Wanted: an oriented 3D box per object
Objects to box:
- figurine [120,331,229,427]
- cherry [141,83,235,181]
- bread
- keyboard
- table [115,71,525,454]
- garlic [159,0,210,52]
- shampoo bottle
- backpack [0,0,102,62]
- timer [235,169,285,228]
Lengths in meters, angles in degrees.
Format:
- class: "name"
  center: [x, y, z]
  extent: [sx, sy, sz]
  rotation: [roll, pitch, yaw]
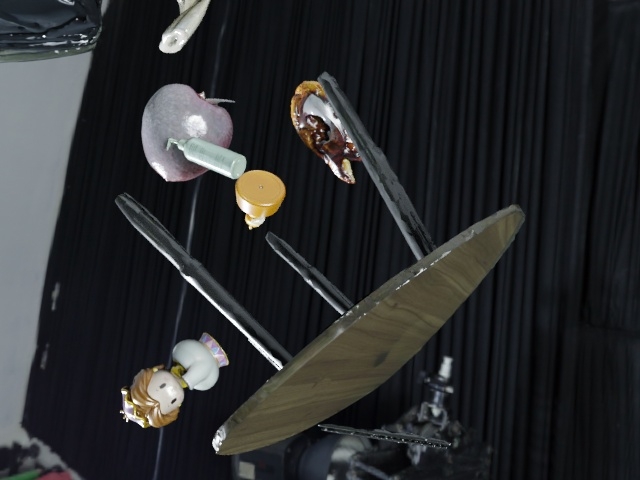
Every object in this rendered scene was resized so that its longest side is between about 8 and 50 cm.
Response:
- class: "figurine"
  center: [-0.356, 0.341, 1.254]
  extent: [0.263, 0.142, 0.189]
  rotation: [-37, -170, -27]
- class: "cherry"
  center: [-0.325, -0.269, 1.269]
  extent: [0.213, 0.266, 0.183]
  rotation: [28, 172, -26]
- class: "bread"
  center: [0.028, -0.269, 1.283]
  extent: [0.139, 0.095, 0.269]
  rotation: [-33, 109, 32]
- class: "keyboard"
  center: [0.098, 0.300, 0.797]
  extent: [0.196, 0.015, 0.074]
  rotation: [4, 154, 14]
- class: "table"
  center: [0.000, 0.000, 0.528]
  extent: [0.249, 0.317, 0.317]
  rotation: [50, -163, 24]
- class: "garlic"
  center: [-0.101, -0.204, 0.326]
  extent: [0.127, 0.194, 0.131]
  rotation: [-3, 174, -14]
- class: "shampoo bottle"
  center: [-0.256, -0.192, 1.140]
  extent: [0.195, 0.056, 0.056]
  rotation: [25, -178, 20]
- class: "backpack"
  center: [-0.370, -0.363, 0.624]
  extent: [0.206, 0.259, 0.133]
  rotation: [-11, 172, -16]
- class: "timer"
  center: [-0.171, -0.093, 1.415]
  extent: [0.131, 0.132, 0.152]
  rotation: [8, 139, -10]
